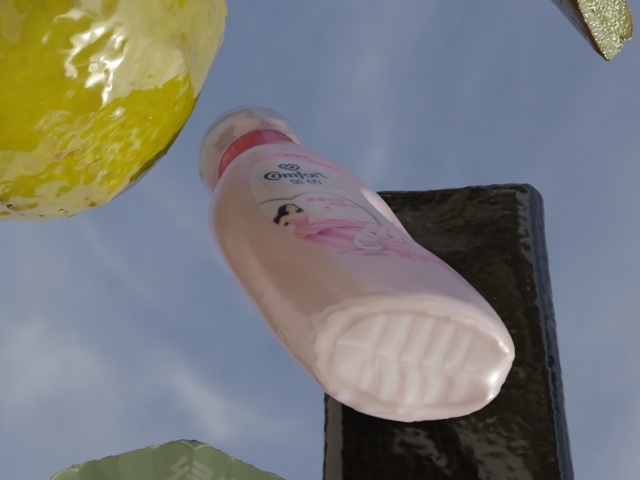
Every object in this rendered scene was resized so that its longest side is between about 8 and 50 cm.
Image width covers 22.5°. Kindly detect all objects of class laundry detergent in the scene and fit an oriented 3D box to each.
[{"bbox_3d":[0.000,0.000,1.051,0.088,0.159,0.335,-66,-152,16],"label":"laundry detergent"}]

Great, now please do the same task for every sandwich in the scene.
[{"bbox_3d":[0.153,-0.148,0.940,0.031,0.044,0.083,-41,-98,-7],"label":"sandwich"}]

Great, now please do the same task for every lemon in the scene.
[{"bbox_3d":[-0.180,-0.137,0.885,0.260,0.260,0.284,23,-32,40],"label":"lemon"}]

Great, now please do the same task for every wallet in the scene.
[{"bbox_3d":[0.086,0.084,1.154,0.044,0.170,0.321,83,6,-47],"label":"wallet"}]

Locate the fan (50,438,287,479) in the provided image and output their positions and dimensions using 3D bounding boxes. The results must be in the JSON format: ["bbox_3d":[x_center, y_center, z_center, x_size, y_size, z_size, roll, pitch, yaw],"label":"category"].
[{"bbox_3d":[-0.067,0.191,0.963,0.240,0.009,0.131,22,-84,6],"label":"fan"}]
